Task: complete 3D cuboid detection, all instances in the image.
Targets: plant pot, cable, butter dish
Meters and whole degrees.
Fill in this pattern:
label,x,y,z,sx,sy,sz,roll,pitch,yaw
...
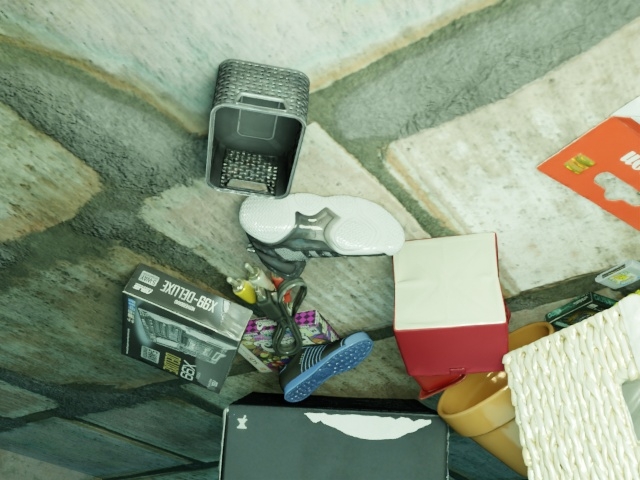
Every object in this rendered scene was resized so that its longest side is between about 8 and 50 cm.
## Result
label,x,y,z,sx,sy,sz,roll,pitch,yaw
plant pot,0.411,0.335,1.370,0.203,0.291,0.291,51,136,1
cable,-0.075,0.134,1.363,0.139,0.072,0.287,-18,143,6
butter dish,0.246,0.238,1.449,0.118,0.160,0.160,38,138,-9

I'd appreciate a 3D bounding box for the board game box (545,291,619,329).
label,x,y,z,sx,sy,sz,roll,pitch,yaw
board game box,0.577,0.162,1.389,0.186,0.026,0.126,18,144,-22

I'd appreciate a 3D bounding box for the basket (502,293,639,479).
label,x,y,z,sx,sy,sz,roll,pitch,yaw
basket,0.518,0.305,1.088,0.331,0.329,0.266,17,145,-35

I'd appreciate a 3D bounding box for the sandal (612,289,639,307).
label,x,y,z,sx,sy,sz,roll,pitch,yaw
sandal,0.657,0.088,1.204,0.138,0.126,0.317,-8,152,-23

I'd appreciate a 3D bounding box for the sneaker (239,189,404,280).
label,x,y,z,sx,sy,sz,roll,pitch,yaw
sneaker,0.000,0.000,1.126,0.268,0.101,0.153,9,148,1

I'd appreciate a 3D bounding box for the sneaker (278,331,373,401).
label,x,y,z,sx,sy,sz,roll,pitch,yaw
sneaker,0.003,0.252,1.461,0.232,0.090,0.081,-34,135,10

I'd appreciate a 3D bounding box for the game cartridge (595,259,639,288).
label,x,y,z,sx,sy,sz,roll,pitch,yaw
game cartridge,0.561,0.064,1.251,0.056,0.017,0.083,16,145,-26

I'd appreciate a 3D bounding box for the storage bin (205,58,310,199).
label,x,y,z,sx,sy,sz,roll,pitch,yaw
storage bin,-0.088,-0.146,0.919,0.122,0.084,0.180,8,147,-8

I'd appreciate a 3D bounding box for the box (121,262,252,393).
label,x,y,z,sx,sy,sz,roll,pitch,yaw
box,-0.288,0.194,1.410,0.242,0.077,0.307,24,145,-2

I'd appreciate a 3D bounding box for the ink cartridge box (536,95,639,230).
label,x,y,z,sx,sy,sz,roll,pitch,yaw
ink cartridge box,0.548,-0.109,0.919,0.308,0.091,0.385,23,141,-28

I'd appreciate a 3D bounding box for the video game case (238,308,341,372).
label,x,y,z,sx,sy,sz,roll,pitch,yaw
video game case,-0.076,0.234,1.536,0.232,0.042,0.210,-10,144,19

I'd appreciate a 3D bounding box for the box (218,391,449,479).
label,x,y,z,sx,sy,sz,roll,pitch,yaw
box,0.029,0.529,1.616,0.479,0.298,0.472,3,169,1

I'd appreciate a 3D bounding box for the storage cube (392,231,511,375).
label,x,y,z,sx,sy,sz,roll,pitch,yaw
storage cube,0.230,0.118,1.207,0.214,0.184,0.193,-5,146,12
